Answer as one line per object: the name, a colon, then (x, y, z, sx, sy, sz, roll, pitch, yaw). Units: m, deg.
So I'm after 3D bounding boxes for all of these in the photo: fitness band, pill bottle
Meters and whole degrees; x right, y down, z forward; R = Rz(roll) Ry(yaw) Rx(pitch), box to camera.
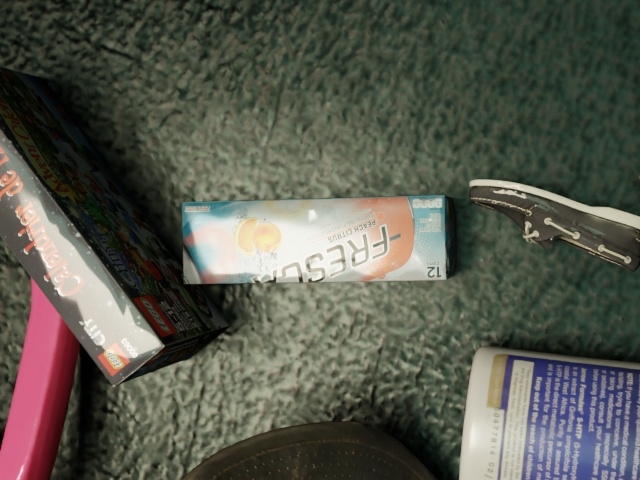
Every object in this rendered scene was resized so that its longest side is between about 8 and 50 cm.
fitness band: (-0.277, 0.090, 0.941, 0.208, 0.054, 0.291, 5, 75, 15)
pill bottle: (0.187, 0.132, 0.856, 0.186, 0.112, 0.112, 6, 92, 11)

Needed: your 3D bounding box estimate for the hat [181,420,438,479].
hat: (-0.020, 0.278, 0.866, 0.134, 0.331, 0.332, -10, 89, 53)

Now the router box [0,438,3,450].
router box: (-0.277, 0.192, 0.980, 0.122, 0.038, 0.092, -43, 82, 9)

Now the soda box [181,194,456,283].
soda box: (0.000, 0.000, 0.913, 0.183, 0.063, 0.058, -2, 90, 11)

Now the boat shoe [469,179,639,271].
boat shoe: (0.158, -0.011, 0.895, 0.125, 0.046, 0.038, 15, 89, 2)

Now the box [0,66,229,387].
box: (-0.165, -0.015, 0.896, 0.044, 0.159, 0.233, -39, 84, 9)
